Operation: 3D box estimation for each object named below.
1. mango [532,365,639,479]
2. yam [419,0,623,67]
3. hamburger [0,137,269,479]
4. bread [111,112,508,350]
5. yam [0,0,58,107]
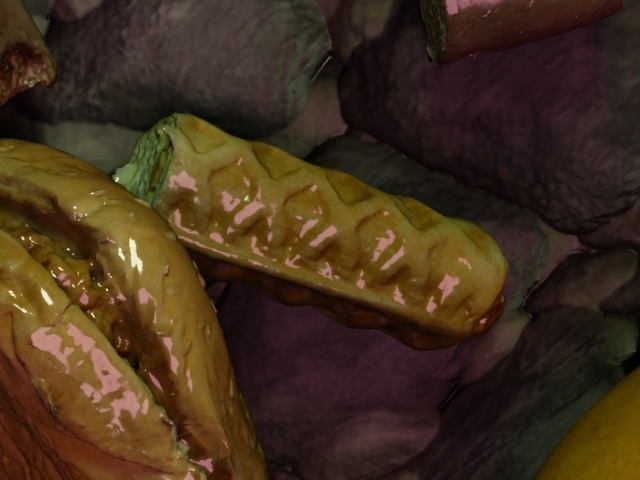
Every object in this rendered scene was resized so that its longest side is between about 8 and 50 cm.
[{"bbox_3d":[0.276,0.192,1.241,0.264,0.221,0.378,25,98,-20],"label":"mango"},{"bbox_3d":[0.123,-0.159,1.119,0.127,0.084,0.084,-14,116,-4],"label":"yam"},{"bbox_3d":[-0.139,0.076,1.063,0.144,0.259,0.283,-35,126,-29],"label":"hamburger"},{"bbox_3d":[-0.001,0.001,1.155,0.269,0.087,0.098,20,104,-22],"label":"bread"},{"bbox_3d":[-0.252,-0.159,1.000,0.128,0.129,0.238,-28,120,0],"label":"yam"}]
